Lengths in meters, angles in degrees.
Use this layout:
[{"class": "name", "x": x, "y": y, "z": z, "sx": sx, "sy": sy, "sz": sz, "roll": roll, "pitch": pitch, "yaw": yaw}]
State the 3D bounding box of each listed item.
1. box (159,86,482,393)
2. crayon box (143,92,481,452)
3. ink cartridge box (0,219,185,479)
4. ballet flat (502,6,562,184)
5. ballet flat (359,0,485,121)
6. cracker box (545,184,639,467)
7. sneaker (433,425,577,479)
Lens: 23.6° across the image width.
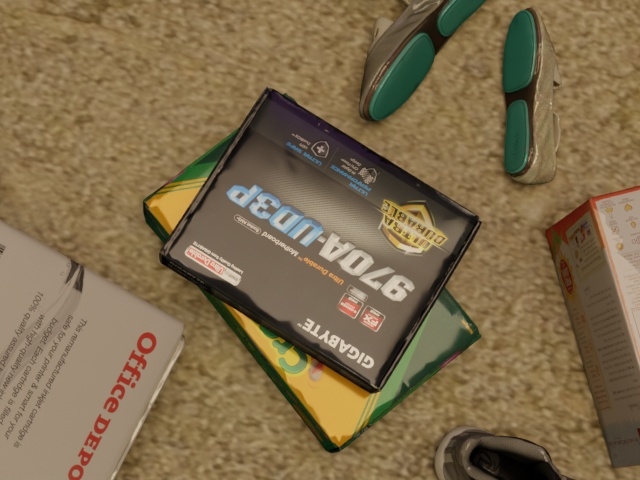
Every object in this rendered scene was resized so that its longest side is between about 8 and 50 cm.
[{"class": "box", "x": 0.000, "y": 0.000, "z": 1.307, "sx": 0.220, "sy": 0.051, "sz": 0.175, "roll": 33, "pitch": 78, "yaw": 0}, {"class": "crayon box", "x": -0.011, "y": 0.031, "z": 1.369, "sx": 0.165, "sy": 0.081, "sz": 0.278, "roll": -38, "pitch": 86, "yaw": -11}, {"class": "ink cartridge box", "x": -0.280, "y": 0.093, "z": 1.272, "sx": 0.273, "sy": 0.114, "sz": 0.197, "roll": 31, "pitch": 78, "yaw": -21}, {"class": "ballet flat", "x": 0.201, "y": -0.134, "z": 1.443, "sx": 0.052, "sy": 0.057, "sz": 0.168, "roll": 9, "pitch": 82, "yaw": -32}, {"class": "ballet flat", "x": 0.090, "y": -0.201, "z": 1.438, "sx": 0.068, "sy": 0.072, "sz": 0.213, "roll": 33, "pitch": 76, "yaw": 29}, {"class": "cracker box", "x": 0.277, "y": 0.080, "z": 1.352, "sx": 0.067, "sy": 0.156, "sz": 0.232, "roll": -13, "pitch": 82, "yaw": -9}, {"class": "sneaker", "x": 0.208, "y": 0.235, "z": 1.329, "sx": 0.229, "sy": 0.132, "sz": 0.086, "roll": 27, "pitch": 78, "yaw": 0}]
